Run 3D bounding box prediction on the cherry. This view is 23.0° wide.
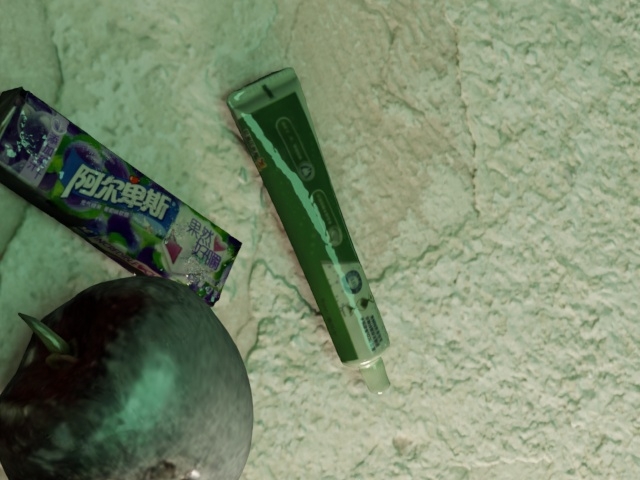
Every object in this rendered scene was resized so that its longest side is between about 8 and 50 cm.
[{"bbox_3d":[-0.189,0.163,1.532,0.296,0.218,0.255,49,64,-39],"label":"cherry"}]

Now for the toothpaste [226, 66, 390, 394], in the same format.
[{"bbox_3d":[0.000,0.000,1.770,0.099,0.061,0.392,-30,105,-33],"label":"toothpaste"}]

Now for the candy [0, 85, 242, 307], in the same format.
[{"bbox_3d":[-0.213,-0.036,1.604,0.312,0.061,0.088,37,67,-32],"label":"candy"}]
